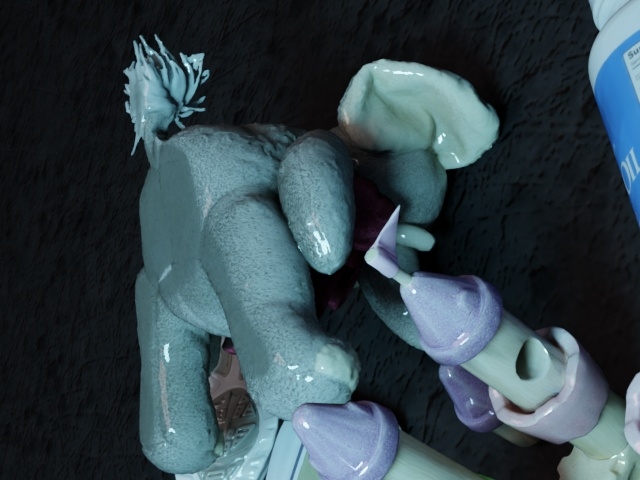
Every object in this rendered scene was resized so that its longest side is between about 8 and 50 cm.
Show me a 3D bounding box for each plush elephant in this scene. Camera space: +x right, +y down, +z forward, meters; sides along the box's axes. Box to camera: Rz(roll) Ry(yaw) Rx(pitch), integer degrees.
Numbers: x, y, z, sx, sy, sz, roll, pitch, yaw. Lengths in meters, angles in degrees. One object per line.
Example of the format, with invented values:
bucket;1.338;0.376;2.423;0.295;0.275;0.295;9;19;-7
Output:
plush elephant;0.000;0.000;0.983;0.272;0.255;0.330;-44;54;52

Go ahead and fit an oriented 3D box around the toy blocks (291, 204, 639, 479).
toy blocks;0.060;0.164;0.751;0.309;0.260;0.288;10;71;57

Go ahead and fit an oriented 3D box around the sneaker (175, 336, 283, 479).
sneaker;-0.057;0.143;1.126;0.090;0.115;0.232;3;61;19

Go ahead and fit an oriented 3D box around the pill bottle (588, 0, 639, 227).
pill bottle;0.228;-0.077;0.759;0.124;0.124;0.221;-42;47;41

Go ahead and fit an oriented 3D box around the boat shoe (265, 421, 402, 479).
boat shoe;-0.006;0.272;1.014;0.094;0.109;0.302;-3;76;53
